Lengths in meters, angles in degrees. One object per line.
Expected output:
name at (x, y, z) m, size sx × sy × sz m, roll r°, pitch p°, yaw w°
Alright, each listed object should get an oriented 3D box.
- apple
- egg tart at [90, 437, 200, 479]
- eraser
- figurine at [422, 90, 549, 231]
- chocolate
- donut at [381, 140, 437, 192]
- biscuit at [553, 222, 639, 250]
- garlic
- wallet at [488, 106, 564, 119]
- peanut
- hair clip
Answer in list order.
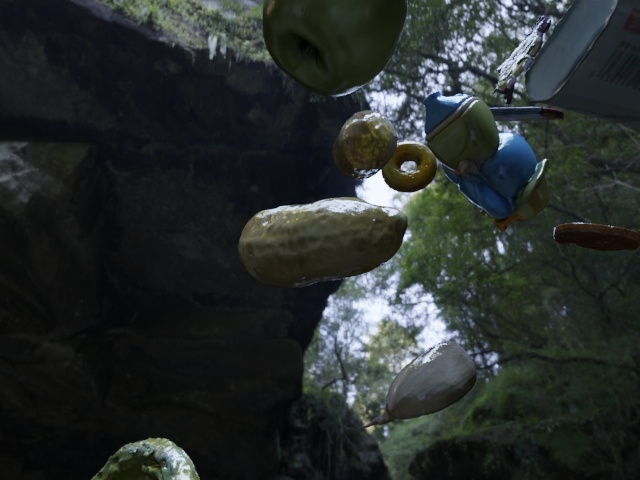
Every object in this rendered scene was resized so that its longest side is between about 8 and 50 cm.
apple at (0.037, -0.541, 1.374) m, size 0.357 × 0.357 × 0.357 m, roll -1°, pitch -40°, yaw -1°
egg tart at (-0.144, 0.259, 0.451) m, size 0.078 × 0.197 × 0.197 m, roll 31°, pitch -50°, yaw -34°
eraser at (0.420, -0.247, 0.790) m, size 0.226 × 0.081 × 0.174 m, roll 4°, pitch -45°, yaw -27°
figurine at (0.284, -0.147, 0.975) m, size 0.153 × 0.262 × 0.180 m, roll -35°, pitch -6°, yaw 20°
chocolate at (0.096, -0.204, 1.249) m, size 0.134 × 0.134 × 0.309 m, roll 2°, pitch -1°, yaw -4°
donut at (0.232, -0.199, 1.520) m, size 0.151 × 0.152 × 0.058 m, roll -11°, pitch -15°, yaw 11°
biscuit at (0.436, -0.007, 0.899) m, size 0.130 × 0.019 × 0.102 m, roll 10°, pitch -12°, yaw 7°
garlic at (0.161, 0.234, 0.905) m, size 0.198 × 0.090 × 0.128 m, roll -34°, pitch -12°, yaw -24°
wallet at (0.363, -0.258, 1.171) m, size 0.232 × 0.025 × 0.119 m, roll 11°, pitch 11°, yaw 43°
peanut at (0.000, 0.000, 0.814) m, size 0.253 × 0.122 × 0.137 m, roll -11°, pitch -1°, yaw 32°
hair clip at (0.436, -0.386, 1.261) m, size 0.056 × 0.146 × 0.187 m, roll 22°, pitch -43°, yaw 1°
